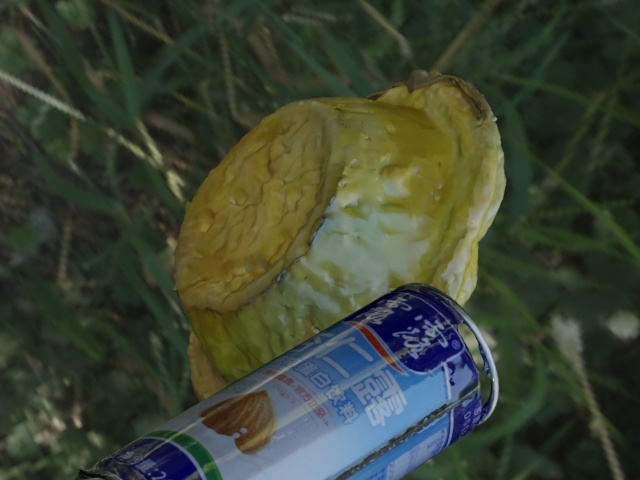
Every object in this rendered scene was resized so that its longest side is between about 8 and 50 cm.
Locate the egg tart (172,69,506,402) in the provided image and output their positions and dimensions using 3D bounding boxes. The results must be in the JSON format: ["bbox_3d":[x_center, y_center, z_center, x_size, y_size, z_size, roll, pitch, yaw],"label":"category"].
[{"bbox_3d":[0.000,0.000,1.266,0.118,0.288,0.288,36,97,-31],"label":"egg tart"}]

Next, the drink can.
[{"bbox_3d":[-0.016,0.112,1.021,0.235,0.097,0.097,-29,129,-33],"label":"drink can"}]
